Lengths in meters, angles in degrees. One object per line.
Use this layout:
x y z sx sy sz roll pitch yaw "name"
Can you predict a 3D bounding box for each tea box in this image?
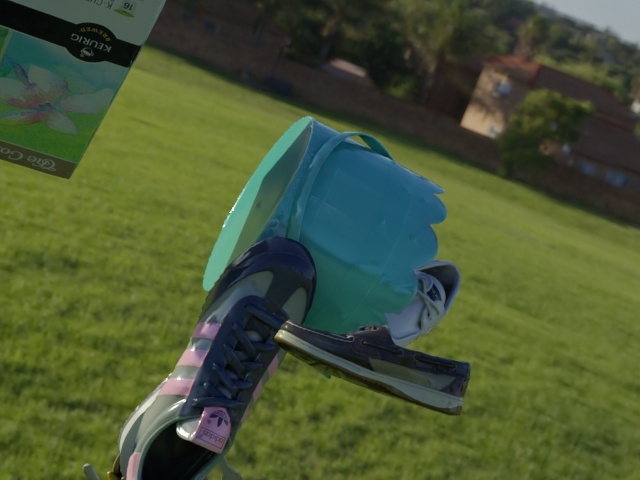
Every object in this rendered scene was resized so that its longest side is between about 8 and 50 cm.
-0.359 -0.280 1.205 0.329 0.323 0.219 17 49 -21 "tea box"

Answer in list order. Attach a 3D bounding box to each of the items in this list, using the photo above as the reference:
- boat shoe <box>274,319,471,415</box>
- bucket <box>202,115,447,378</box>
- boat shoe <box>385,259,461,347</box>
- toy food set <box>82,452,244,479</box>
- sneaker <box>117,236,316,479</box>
0.041 0.088 0.860 0.152 0.049 0.056 22 -11 -4 "boat shoe"
0.000 0.000 1.333 0.183 0.281 0.281 31 10 -15 "bucket"
0.107 0.071 1.359 0.095 0.084 0.258 62 24 -6 "boat shoe"
-0.203 0.312 1.433 0.132 0.192 0.038 62 16 -18 "toy food set"
-0.096 0.149 1.158 0.112 0.319 0.131 27 14 -21 "sneaker"
